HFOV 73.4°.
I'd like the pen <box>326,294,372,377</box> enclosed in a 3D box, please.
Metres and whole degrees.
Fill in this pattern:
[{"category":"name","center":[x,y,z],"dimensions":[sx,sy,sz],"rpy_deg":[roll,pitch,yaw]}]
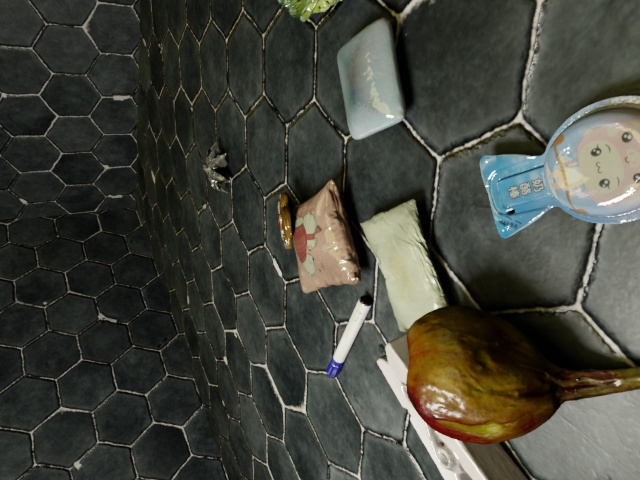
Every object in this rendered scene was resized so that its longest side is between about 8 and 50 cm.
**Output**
[{"category":"pen","center":[0.062,0.223,0.974],"dimensions":[0.033,0.033,0.269],"rpy_deg":[52,139,36]}]

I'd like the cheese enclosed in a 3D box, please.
[{"category":"cheese","center":[0.296,-0.079,0.497],"dimensions":[0.245,0.052,0.135],"rpy_deg":[-18,83,58]}]

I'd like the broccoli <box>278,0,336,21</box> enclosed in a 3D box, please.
[{"category":"broccoli","center":[0.000,-0.531,0.749],"dimensions":[0.246,0.248,0.288],"rpy_deg":[-13,75,22]}]

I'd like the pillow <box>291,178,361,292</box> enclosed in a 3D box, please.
[{"category":"pillow","center":[0.000,0.000,0.957],"dimensions":[0.236,0.084,0.223],"rpy_deg":[-23,77,59]}]

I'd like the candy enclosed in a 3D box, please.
[{"category":"candy","center":[0.085,-0.278,0.756],"dimensions":[0.138,0.071,0.174],"rpy_deg":[-8,92,58]}]

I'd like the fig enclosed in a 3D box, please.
[{"category":"fig","center":[0.235,0.174,0.549],"dimensions":[0.290,0.191,0.190],"rpy_deg":[-18,84,59]}]

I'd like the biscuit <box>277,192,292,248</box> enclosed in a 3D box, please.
[{"category":"biscuit","center":[-0.088,-0.048,1.057],"dimensions":[0.205,0.031,0.138],"rpy_deg":[-136,41,-79]}]

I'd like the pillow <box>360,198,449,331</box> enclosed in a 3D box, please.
[{"category":"pillow","center":[0.153,0.052,0.766],"dimensions":[0.148,0.050,0.229],"rpy_deg":[-32,75,63]}]

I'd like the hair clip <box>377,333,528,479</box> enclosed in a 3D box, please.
[{"category":"hair clip","center":[0.211,0.313,0.710],"dimensions":[0.330,0.085,0.101],"rpy_deg":[55,150,29]}]

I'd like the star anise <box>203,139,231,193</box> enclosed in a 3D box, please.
[{"category":"star anise","center":[-0.359,-0.250,1.476],"dimensions":[0.204,0.061,0.180],"rpy_deg":[55,141,35]}]
